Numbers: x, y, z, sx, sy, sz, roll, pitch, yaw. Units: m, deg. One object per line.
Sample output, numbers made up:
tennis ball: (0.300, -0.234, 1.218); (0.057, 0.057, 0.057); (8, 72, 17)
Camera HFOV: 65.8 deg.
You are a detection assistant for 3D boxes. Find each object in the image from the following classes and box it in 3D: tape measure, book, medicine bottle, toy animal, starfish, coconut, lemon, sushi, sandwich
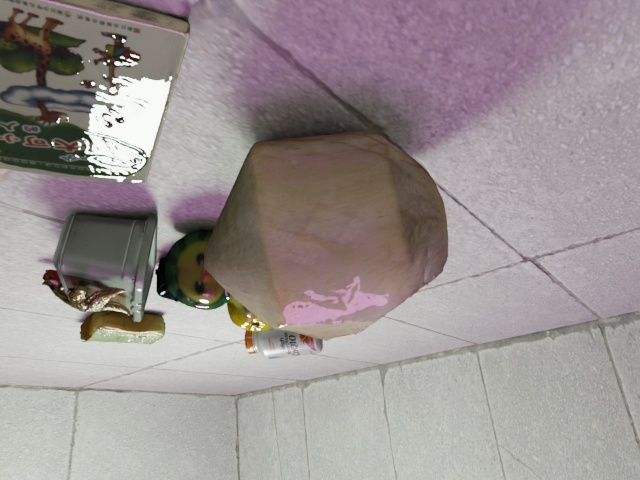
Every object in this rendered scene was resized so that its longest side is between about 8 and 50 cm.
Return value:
tape measure: (-0.348, 0.110, 1.328); (0.186, 0.112, 0.199); (10, 151, -28)
book: (-0.354, -0.197, 0.701); (0.261, 0.043, 0.371); (5, 154, -26)
medicine bottle: (-0.143, 0.374, 1.920); (0.289, 0.156, 0.157); (-9, 156, 6)
toy animal: (-0.195, 0.073, 1.179); (0.339, 0.215, 0.191); (3, -178, -14)
starfish: (-0.478, 0.128, 1.047); (0.208, 0.053, 0.176); (-8, 155, 43)
coconut: (0.000, 0.000, 0.862); (0.416, 0.344, 0.415); (-8, 157, -3)
lemon: (-0.165, 0.153, 1.350); (0.170, 0.207, 0.169); (6, 132, 7)
sushi: (-0.613, 0.124, 1.312); (0.226, 0.097, 0.103); (28, 135, -29)
sandwich: (-0.689, 0.314, 1.739); (0.251, 0.087, 0.226); (12, 150, -35)

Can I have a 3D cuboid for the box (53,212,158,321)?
box: (-0.477, 0.058, 1.121); (0.183, 0.175, 0.312); (11, 153, -14)
